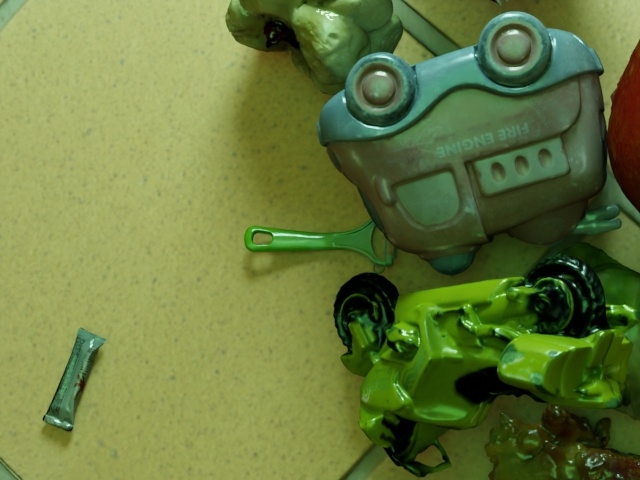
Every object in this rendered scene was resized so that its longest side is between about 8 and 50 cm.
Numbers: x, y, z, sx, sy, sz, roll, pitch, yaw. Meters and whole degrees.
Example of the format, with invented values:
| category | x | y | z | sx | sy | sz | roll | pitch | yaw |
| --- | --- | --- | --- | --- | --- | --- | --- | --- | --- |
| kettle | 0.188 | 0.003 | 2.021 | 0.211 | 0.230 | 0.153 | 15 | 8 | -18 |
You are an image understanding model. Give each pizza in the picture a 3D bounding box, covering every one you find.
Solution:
| category | x | y | z | sx | sy | sz | roll | pitch | yaw |
| --- | --- | --- | --- | --- | --- | --- | --- | --- | --- |
| pizza | 0.240 | 0.268 | 1.742 | 0.289 | 0.081 | 0.228 | -35 | 75 | 7 |

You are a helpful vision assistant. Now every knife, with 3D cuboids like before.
| category | x | y | z | sx | sy | sz | roll | pitch | yaw |
| --- | --- | --- | --- | --- | --- | --- | --- | --- | --- |
| knife | 0.001 | 0.001 | 1.867 | 0.166 | 0.022 | 0.078 | -2 | 63 | 12 |

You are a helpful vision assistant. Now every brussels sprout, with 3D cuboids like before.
| category | x | y | z | sx | sy | sz | roll | pitch | yaw |
| --- | --- | --- | --- | --- | --- | --- | --- | --- | --- |
| brussels sprout | 0.292 | 0.094 | 1.755 | 0.139 | 0.100 | 0.181 | -35 | 71 | -8 |

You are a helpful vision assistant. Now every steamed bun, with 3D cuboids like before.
| category | x | y | z | sx | sy | sz | roll | pitch | yaw |
| --- | --- | --- | --- | --- | --- | --- | --- | --- | --- |
| steamed bun | -0.012 | -0.229 | 1.821 | 0.177 | 0.192 | 0.106 | 29 | 73 | 6 |

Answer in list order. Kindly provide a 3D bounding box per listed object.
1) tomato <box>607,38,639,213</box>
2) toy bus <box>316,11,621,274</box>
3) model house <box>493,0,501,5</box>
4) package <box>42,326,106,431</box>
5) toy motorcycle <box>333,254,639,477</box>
| category | x | y | z | sx | sy | sz | roll | pitch | yaw |
| --- | --- | --- | --- | --- | --- | --- | --- | --- | --- |
| tomato | 0.360 | -0.118 | 1.690 | 0.170 | 0.309 | 0.309 | 12 | 83 | 36 |
| toy bus | 0.156 | -0.090 | 1.769 | 0.294 | 0.197 | 0.231 | -17 | 88 | 8 |
| model house | 0.151 | -0.323 | 1.817 | 0.207 | 0.219 | 0.136 | 7 | 101 | -13 |
| package | -0.268 | 0.151 | 1.908 | 0.037 | 0.015 | 0.110 | 20 | 87 | 14 |
| toy motorcycle | 0.144 | 0.125 | 1.707 | 0.342 | 0.142 | 0.206 | -8 | 96 | 43 |
